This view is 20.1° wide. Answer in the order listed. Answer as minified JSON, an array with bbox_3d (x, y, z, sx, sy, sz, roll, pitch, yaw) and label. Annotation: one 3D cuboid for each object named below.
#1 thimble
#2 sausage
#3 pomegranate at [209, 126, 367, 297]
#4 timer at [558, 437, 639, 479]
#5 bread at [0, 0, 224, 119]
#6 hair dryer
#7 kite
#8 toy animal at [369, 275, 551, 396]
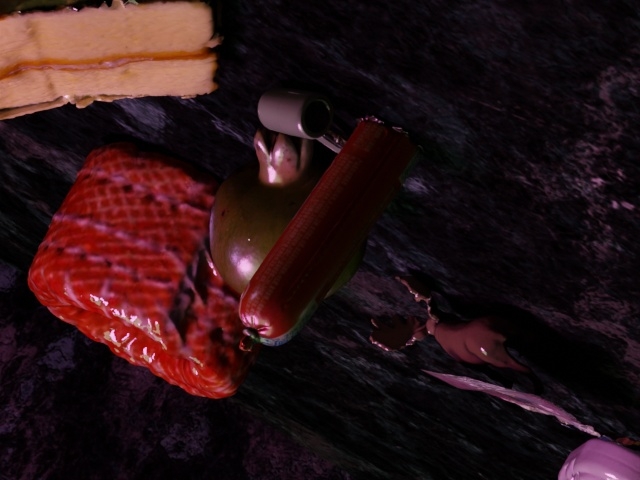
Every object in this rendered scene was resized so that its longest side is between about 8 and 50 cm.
[{"bbox_3d":[-0.212,0.041,2.402,0.350,0.230,0.350,27,167,7],"label":"thimble"},{"bbox_3d":[0.000,0.000,1.756,0.083,0.264,0.083,33,166,9],"label":"sausage"},{"bbox_3d":[-0.032,-0.023,1.945,0.179,0.179,0.210,29,154,6],"label":"pomegranate"},{"bbox_3d":[0.442,0.366,2.471,0.237,0.087,0.262,30,165,4],"label":"timer"},{"bbox_3d":[-0.216,-0.190,1.717,0.236,0.198,0.263,22,167,4],"label":"bread"},{"bbox_3d":[0.009,-0.109,1.837,0.150,0.047,0.071,29,172,-41],"label":"hair dryer"},{"bbox_3d":[0.291,0.216,2.212,0.360,0.022,0.204,22,172,-38],"label":"kite"},{"bbox_3d":[0.169,0.110,2.172,0.186,0.093,0.214,25,168,-16],"label":"toy animal"}]
